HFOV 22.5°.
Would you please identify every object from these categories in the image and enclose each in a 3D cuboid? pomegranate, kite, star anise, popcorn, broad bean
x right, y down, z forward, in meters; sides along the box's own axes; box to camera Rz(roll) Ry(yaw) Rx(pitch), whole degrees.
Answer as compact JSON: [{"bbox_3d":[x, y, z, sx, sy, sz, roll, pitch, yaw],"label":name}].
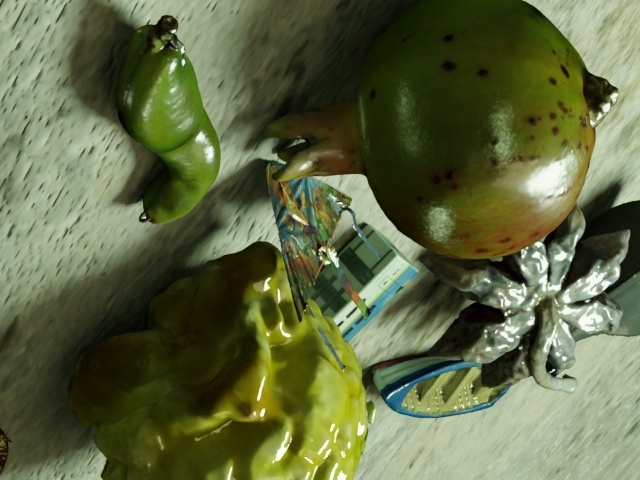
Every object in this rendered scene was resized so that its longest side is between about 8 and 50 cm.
[{"bbox_3d":[0.088,-0.083,1.186,0.246,0.198,0.198,-4,136,-21],"label":"pomegranate"},{"bbox_3d":[0.000,0.000,1.259,0.010,0.183,0.160,-21,115,26],"label":"kite"},{"bbox_3d":[0.208,0.066,1.529,0.230,0.081,0.262,-32,123,-12],"label":"star anise"},{"bbox_3d":[-0.074,0.128,1.262,0.237,0.206,0.251,-11,107,-21],"label":"popcorn"},{"bbox_3d":[-0.104,-0.082,1.090,0.070,0.048,0.213,-31,151,-20],"label":"broad bean"}]

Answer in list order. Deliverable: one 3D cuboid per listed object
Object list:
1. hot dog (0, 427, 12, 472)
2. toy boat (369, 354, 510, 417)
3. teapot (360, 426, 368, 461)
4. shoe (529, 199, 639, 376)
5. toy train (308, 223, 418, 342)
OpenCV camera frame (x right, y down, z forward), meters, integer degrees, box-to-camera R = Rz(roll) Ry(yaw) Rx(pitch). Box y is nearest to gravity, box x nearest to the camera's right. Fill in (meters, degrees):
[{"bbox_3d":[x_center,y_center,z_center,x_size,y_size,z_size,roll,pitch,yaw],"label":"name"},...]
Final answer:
[{"bbox_3d":[-0.274,0.172,1.228,0.083,0.035,0.058,-35,145,-13],"label":"hot dog"},{"bbox_3d":[0.121,0.145,1.643,0.229,0.046,0.080,4,127,-51],"label":"toy boat"},{"bbox_3d":[-0.028,0.270,1.519,0.183,0.183,0.250,-14,129,-39],"label":"teapot"},{"bbox_3d":[0.288,0.061,1.653,0.241,0.108,0.093,-42,124,13],"label":"shoe"},{"bbox_3d":[-0.017,0.088,1.406,0.234,0.052,0.051,-45,147,5],"label":"toy train"}]
